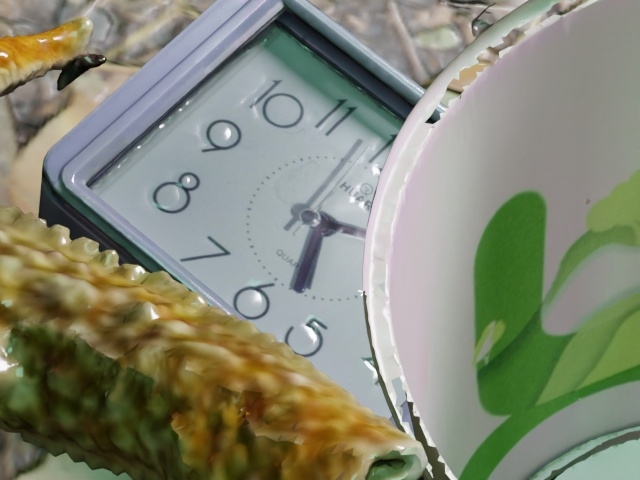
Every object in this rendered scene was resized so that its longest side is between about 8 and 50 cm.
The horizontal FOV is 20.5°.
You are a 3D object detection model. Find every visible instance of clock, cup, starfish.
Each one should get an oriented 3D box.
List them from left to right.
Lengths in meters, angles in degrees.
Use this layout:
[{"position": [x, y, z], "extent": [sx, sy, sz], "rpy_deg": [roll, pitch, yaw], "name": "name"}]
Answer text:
[{"position": [-0.193, 0.033, 0.546], "extent": [0.398, 0.132, 0.384], "rpy_deg": [-26, 24, 4], "name": "starfish"}, {"position": [0.001, 0.000, 0.716], "extent": [0.193, 0.073, 0.144], "rpy_deg": [38, 64, 12], "name": "clock"}, {"position": [0.144, 0.079, 0.568], "extent": [0.253, 0.274, 0.253], "rpy_deg": [-2, 54, 3], "name": "cup"}]
